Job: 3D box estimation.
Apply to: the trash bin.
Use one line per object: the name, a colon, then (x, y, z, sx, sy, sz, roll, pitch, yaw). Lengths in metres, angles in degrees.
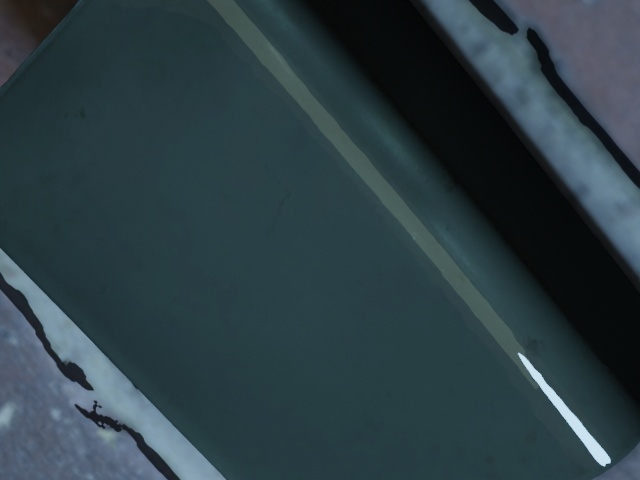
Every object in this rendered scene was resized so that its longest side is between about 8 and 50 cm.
trash bin: (0.000, 0.000, 0.470, 0.240, 0.122, 0.164, 48, 120, -2)
